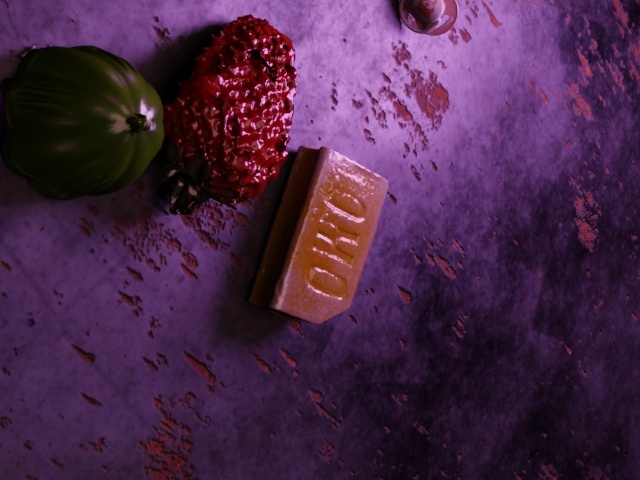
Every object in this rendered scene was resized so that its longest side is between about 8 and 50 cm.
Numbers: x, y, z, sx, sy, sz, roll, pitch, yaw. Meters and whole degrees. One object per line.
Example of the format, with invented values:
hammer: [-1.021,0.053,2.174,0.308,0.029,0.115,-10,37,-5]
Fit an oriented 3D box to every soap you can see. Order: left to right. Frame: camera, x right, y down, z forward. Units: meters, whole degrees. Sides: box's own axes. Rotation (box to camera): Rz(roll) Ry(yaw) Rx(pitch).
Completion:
soap: [0.000,0.000,1.382,0.140,0.073,0.232,25,79,-37]

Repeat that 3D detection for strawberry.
strawberry: [-0.095,-0.153,1.229,0.286,0.106,0.188,-69,152,-19]

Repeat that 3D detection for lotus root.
lotus root: [-0.236,-0.128,1.087,0.186,0.186,0.186,-6,99,-42]

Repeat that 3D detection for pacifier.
pacifier: [0.161,-0.356,1.506,0.099,0.081,0.078,51,25,-11]

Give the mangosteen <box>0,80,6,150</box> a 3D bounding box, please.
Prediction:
mangosteen: [-0.410,-0.113,0.929,0.230,0.194,0.194,-26,114,-10]
